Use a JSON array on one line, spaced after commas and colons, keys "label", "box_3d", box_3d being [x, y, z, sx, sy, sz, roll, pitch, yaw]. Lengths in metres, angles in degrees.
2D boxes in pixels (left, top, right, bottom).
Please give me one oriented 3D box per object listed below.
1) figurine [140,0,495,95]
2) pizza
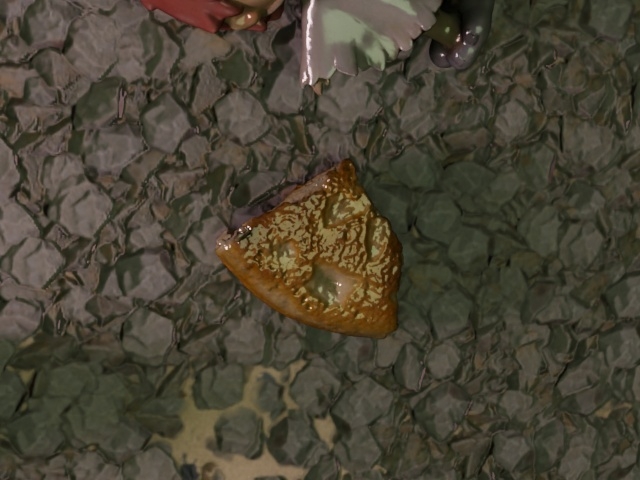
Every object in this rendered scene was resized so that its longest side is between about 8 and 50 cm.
[{"label": "figurine", "box_3d": [-0.044, -0.238, 1.084, 0.387, 0.166, 0.207, 14, 83, -21]}, {"label": "pizza", "box_3d": [0.000, 0.000, 1.214, 0.182, 0.062, 0.161, 15, 106, -13]}]
